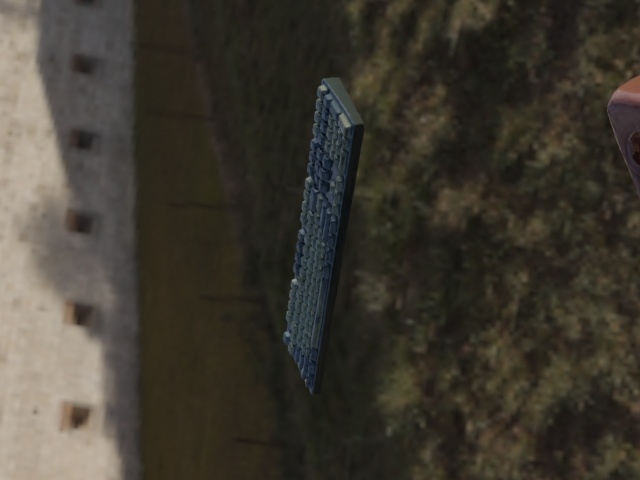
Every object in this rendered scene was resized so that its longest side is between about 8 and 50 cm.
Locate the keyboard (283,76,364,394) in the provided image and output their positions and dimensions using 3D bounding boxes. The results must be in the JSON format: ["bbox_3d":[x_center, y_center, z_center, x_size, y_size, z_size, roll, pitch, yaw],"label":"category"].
[{"bbox_3d":[0.001,0.000,0.826,0.055,0.014,0.176,-118,30,-52],"label":"keyboard"}]

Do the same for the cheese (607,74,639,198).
[{"bbox_3d":[0.251,-0.013,0.617,0.203,0.177,0.128,61,163,-18],"label":"cheese"}]
